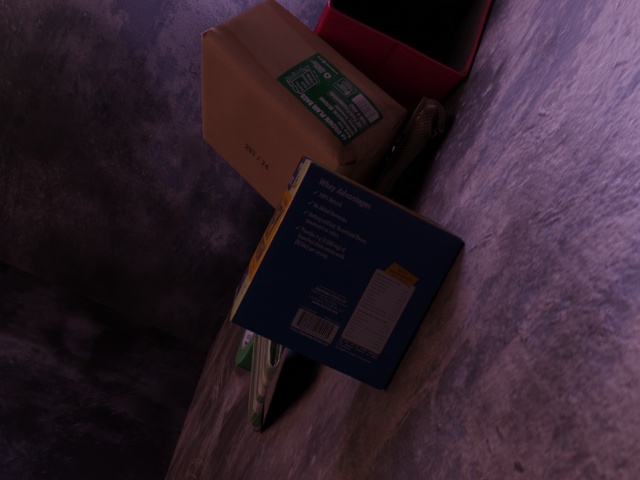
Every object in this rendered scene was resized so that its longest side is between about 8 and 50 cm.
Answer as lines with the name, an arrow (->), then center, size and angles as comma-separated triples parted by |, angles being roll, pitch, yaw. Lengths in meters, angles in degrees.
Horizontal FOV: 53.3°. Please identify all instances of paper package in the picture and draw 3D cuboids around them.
paper package -> -0.049, -0.202, 1.123 | 0.168, 0.325, 0.309 | -40, -13, -23

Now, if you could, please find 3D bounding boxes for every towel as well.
towel -> -0.103, 0.208, 1.247 | 0.325, 0.038, 0.248 | 109, 167, -51

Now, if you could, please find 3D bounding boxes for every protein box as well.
protein box -> 0.025, 0.033, 0.773 | 0.201, 0.200, 0.136 | -63, 9, 7

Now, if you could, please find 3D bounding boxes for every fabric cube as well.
fabric cube -> 0.127, -0.382, 1.160 | 0.258, 0.259, 0.254 | 135, 157, -67

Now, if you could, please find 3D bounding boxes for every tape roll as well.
tape roll -> -0.118, 0.183, 1.628 | 0.321, 0.077, 0.321 | -62, 8, 16

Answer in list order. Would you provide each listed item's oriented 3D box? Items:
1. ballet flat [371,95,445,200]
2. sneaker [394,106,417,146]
ballet flat -> 0.140, -0.127, 1.063 | 0.250, 0.058, 0.084 | -63, 0, 39
sneaker -> 0.164, -0.197, 1.129 | 0.067, 0.042, 0.118 | -69, 16, -4
